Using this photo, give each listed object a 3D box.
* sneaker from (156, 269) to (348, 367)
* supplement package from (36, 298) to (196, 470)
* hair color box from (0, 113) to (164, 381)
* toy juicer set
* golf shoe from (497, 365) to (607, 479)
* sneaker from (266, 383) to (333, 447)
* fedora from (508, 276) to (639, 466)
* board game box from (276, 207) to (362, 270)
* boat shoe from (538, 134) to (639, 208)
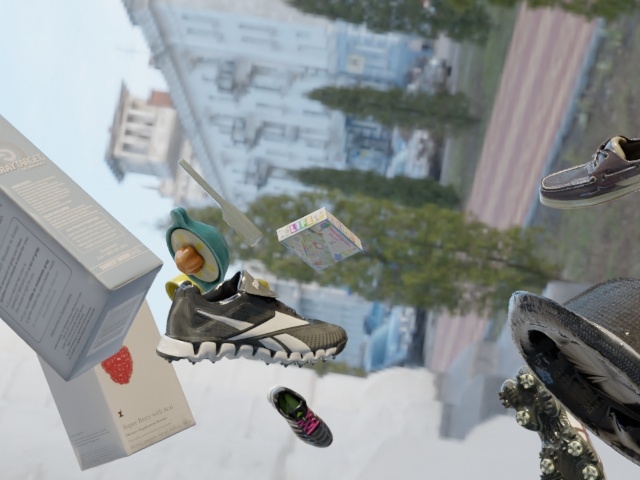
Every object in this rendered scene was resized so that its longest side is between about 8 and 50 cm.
[{"bbox_3d":[-0.069,0.088,1.243,0.078,0.234,0.106,18,103,64],"label":"sneaker"},{"bbox_3d":[-0.403,0.267,2.094,0.177,0.175,0.293,-19,-95,-47],"label":"supplement package"},{"bbox_3d":[-0.405,-0.010,1.457,0.113,0.374,0.185,-32,-21,-53],"label":"hair color box"},{"bbox_3d":[-0.182,0.041,1.847,0.089,0.209,0.329,-41,-27,-35],"label":"toy juicer set"},{"bbox_3d":[0.393,0.318,1.705,0.105,0.120,0.273,-38,64,33],"label":"golf shoe"},{"bbox_3d":[-0.041,0.359,2.204,0.063,0.170,0.075,-44,-4,-12],"label":"sneaker"},{"bbox_3d":[0.398,0.148,1.378,0.152,0.334,0.334,-41,-14,-13],"label":"fedora"},{"bbox_3d":[0.000,0.000,2.057,0.154,0.103,0.026,41,-151,-53],"label":"board game box"},{"bbox_3d":[0.483,-0.125,1.733,0.092,0.285,0.103,65,-150,-26],"label":"boat shoe"}]
